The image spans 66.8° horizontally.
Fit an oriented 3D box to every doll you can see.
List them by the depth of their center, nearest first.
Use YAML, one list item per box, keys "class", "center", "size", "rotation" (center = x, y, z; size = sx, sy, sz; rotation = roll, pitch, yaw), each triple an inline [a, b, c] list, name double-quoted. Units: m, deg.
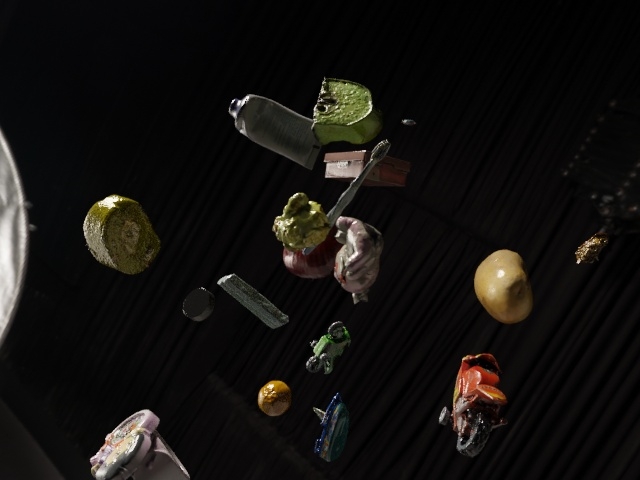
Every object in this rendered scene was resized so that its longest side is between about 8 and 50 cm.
- class: "doll"
  center: [0.078, 0.035, 1.023]
  size: [0.095, 0.192, 0.149]
  rotation: [-9, 56, -9]

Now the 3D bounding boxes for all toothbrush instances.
- class: "toothbrush"
  center: [0.068, -0.115, 1.384]
  size: [0.035, 0.413, 0.042]
  rotation: [38, 19, 6]

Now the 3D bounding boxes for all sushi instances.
- class: "sushi"
  center: [0.776, 0.025, 1.394]
  size: [0.061, 0.118, 0.060]
  rotation: [29, -3, 25]

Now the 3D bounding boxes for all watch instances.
- class: "watch"
  center: [-0.465, 0.604, 1.285]
  size: [0.244, 0.196, 0.231]
  rotation: [1, -56, 61]

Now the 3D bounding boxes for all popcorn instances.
- class: "popcorn"
  center: [-0.043, -0.035, 1.227]
  size: [0.135, 0.162, 0.141]
  rotation: [5, 21, -34]

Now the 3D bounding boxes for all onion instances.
- class: "onion"
  center: [0.000, 0.000, 2.021]
  size: [0.347, 0.347, 0.286]
  rotation: [-128, -162, -71]

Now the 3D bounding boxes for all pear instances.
- class: "pear"
  center: [0.114, -0.480, 1.824]
  size: [0.255, 0.238, 0.164]
  rotation: [5, -24, 16]

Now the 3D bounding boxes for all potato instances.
- class: "potato"
  center: [0.453, 0.115, 1.198]
  size: [0.150, 0.146, 0.234]
  rotation: [47, 25, -2]

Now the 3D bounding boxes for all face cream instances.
- class: "face cream"
  center: [-0.187, -0.488, 2.078]
  size: [0.420, 0.235, 0.137]
  rotation: [24, -22, -9]

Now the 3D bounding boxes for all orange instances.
- class: "orange"
  center: [-0.210, 0.720, 2.219]
  size: [0.159, 0.159, 0.136]
  rotation: [34, -14, 29]

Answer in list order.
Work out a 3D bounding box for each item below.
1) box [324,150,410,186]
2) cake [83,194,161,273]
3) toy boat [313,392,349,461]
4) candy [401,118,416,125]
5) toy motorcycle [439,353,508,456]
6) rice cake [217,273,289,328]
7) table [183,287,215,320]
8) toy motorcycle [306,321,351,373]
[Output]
- class: "box"
  center: [0.153, -0.238, 1.643]
  size: [0.215, 0.086, 0.215]
  rotation: [7, 2, -37]
- class: "cake"
  center: [-0.658, -0.014, 1.604]
  size: [0.156, 0.179, 0.261]
  rotation: [12, -42, 28]
- class: "toy boat"
  center: [0.017, 0.470, 1.263]
  size: [0.110, 0.175, 0.091]
  rotation: [23, 15, 38]
- class: "candy"
  center: [0.355, -0.476, 1.955]
  size: [0.083, 0.020, 0.030]
  rotation: [-7, 30, -43]
- class: "toy motorcycle"
  center: [0.336, 0.340, 1.056]
  size: [0.089, 0.171, 0.298]
  rotation: [30, 12, 8]
- class: "rice cake"
  center: [-0.195, 0.176, 1.406]
  size: [0.226, 0.040, 0.085]
  rotation: [40, -31, -7]
- class: "table"
  center: [-0.507, 0.267, 2.027]
  size: [0.133, 0.133, 0.043]
  rotation: [36, -9, 38]
- class: "toy motorcycle"
  center: [0.032, 0.329, 1.490]
  size: [0.106, 0.190, 0.074]
  rotation: [17, 19, -40]
